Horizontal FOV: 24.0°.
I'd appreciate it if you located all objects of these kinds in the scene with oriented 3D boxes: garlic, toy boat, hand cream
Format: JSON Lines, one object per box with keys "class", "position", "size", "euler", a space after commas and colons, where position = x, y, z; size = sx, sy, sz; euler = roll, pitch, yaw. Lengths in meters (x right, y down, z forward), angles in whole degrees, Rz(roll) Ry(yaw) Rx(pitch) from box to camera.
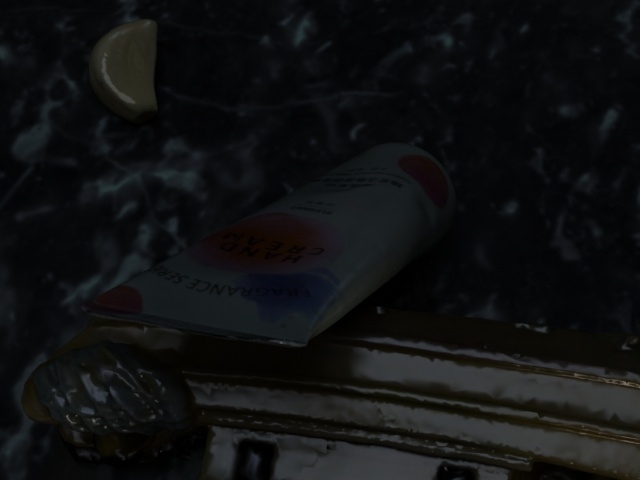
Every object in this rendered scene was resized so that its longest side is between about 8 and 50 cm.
{"class": "garlic", "position": [-0.142, -0.123, 1.095], "size": [0.053, 0.041, 0.083], "euler": [-2, 66, -12]}
{"class": "toy boat", "position": [0.047, 0.123, 0.880], "size": [0.446, 0.136, 0.162], "euler": [5, 73, 6]}
{"class": "hand cream", "position": [0.000, 0.000, 0.889], "size": [0.124, 0.077, 0.341], "euler": [9, 17, 23]}
